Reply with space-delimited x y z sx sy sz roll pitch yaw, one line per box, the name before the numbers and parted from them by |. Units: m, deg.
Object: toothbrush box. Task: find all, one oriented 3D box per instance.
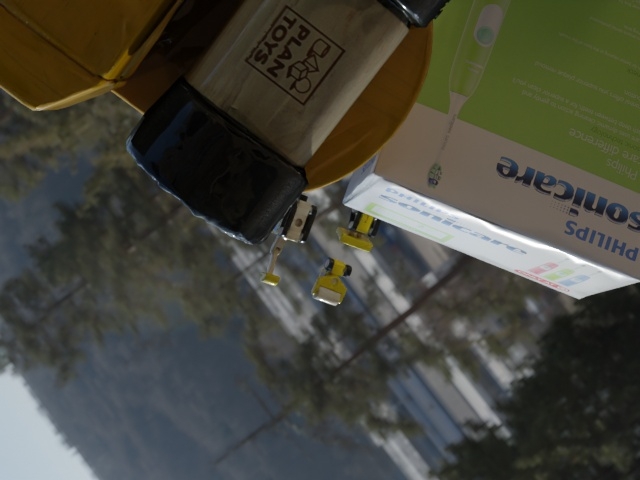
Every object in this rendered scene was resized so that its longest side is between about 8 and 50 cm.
toothbrush box | 0.166 -0.127 0.909 0.206 0.283 0.122 21 168 -6

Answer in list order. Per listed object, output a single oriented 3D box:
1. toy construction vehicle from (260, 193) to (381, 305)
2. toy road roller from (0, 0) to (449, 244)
toy construction vehicle | 0.000 0.000 1.045 0.086 0.098 0.035 17 -174 -23
toy road roller | -0.088 -0.162 0.706 0.329 0.202 0.240 37 -174 -7
